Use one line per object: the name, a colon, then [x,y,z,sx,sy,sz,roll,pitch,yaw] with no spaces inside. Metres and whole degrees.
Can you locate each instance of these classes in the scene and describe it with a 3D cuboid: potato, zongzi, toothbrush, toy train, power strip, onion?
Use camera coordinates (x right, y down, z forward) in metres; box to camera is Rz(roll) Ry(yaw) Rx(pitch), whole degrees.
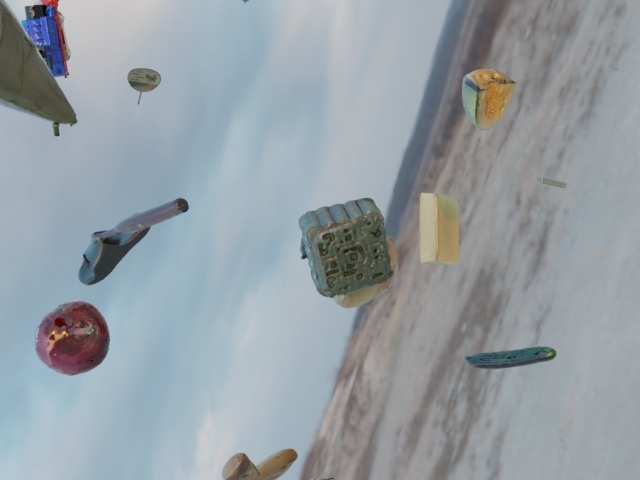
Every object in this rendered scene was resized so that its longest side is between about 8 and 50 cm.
potato: [0.104,0.058,2.052,0.235,0.161,0.128,-26,3,-43]
zongzi: [-0.592,-0.380,1.334,0.181,0.447,0.418,-42,-28,3]
toothbrush: [-0.429,-0.041,2.030,0.364,0.041,0.041,-16,42,42]
toy train: [-0.706,-0.514,2.231,0.131,0.083,0.204,-34,-61,-68]
power strip: [0.577,-0.146,2.187,0.027,0.083,0.017,-147,69,-74]
onion: [-0.467,0.188,1.691,0.140,0.150,0.150,-10,55,52]

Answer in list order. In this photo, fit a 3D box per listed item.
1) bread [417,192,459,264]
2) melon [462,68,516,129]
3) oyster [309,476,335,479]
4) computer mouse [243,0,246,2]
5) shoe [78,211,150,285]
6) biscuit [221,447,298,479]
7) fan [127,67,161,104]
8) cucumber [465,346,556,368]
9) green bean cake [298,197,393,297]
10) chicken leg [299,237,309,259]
bread: [0.316,-0.028,2.326,0.125,0.068,0.188,10,-103,-52]
melon: [0.353,-0.310,1.927,0.160,0.079,0.128,-21,-54,-46]
oyster: [0.010,0.490,1.734,0.051,0.093,0.034,-34,39,10]
computer mouse: [-0.122,-0.532,1.712,0.099,0.057,0.172,-49,10,-28]
shoe: [-0.559,0.004,2.287,0.241,0.108,0.093,-45,-48,-9]
biscuit: [-0.140,0.467,1.668,0.164,0.047,0.208,-57,-28,7]
fan: [-0.323,-0.289,1.619,0.080,0.060,0.003,77,177,-49]
cucumber: [0.350,0.219,1.611,0.036,0.184,0.033,63,-144,-18]
green bean cake: [0.055,0.017,1.833,0.094,0.173,0.181,-122,20,-65]
chicken leg: [0.000,0.000,2.471,0.063,0.105,0.234,-55,4,32]
